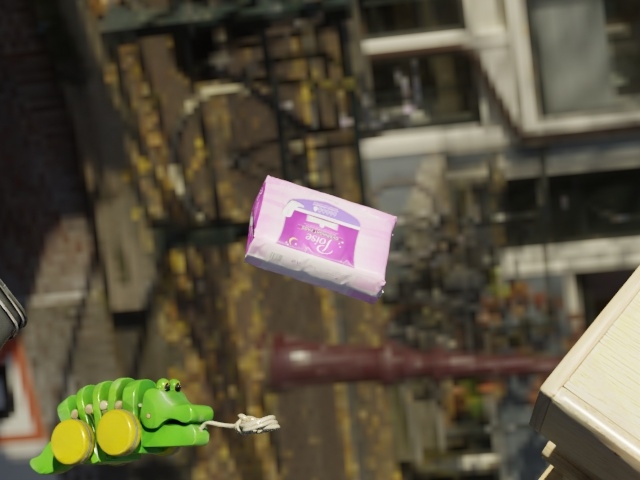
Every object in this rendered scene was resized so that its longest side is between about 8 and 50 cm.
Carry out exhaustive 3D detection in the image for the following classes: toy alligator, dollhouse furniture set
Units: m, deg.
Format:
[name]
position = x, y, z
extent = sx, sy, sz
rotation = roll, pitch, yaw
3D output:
[toy alligator]
position = -0.107, 0.108, 1.183
extent = 0.056, 0.190, 0.051
rotation = 10, 69, -56
[dollhouse furniture set]
position = 0.175, 0.119, 0.828
extent = 0.212, 0.161, 0.242
rotation = -48, 164, -19

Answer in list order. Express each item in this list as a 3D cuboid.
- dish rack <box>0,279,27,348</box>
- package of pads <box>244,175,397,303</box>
[dish rack]
position = -0.399, 0.033, 1.546
extent = 0.208, 0.271, 0.074
rotation = 59, 41, -35
[package of pads]
position = 0.000, 0.000, 1.082
extent = 0.032, 0.083, 0.050
rotation = 120, -15, -52
